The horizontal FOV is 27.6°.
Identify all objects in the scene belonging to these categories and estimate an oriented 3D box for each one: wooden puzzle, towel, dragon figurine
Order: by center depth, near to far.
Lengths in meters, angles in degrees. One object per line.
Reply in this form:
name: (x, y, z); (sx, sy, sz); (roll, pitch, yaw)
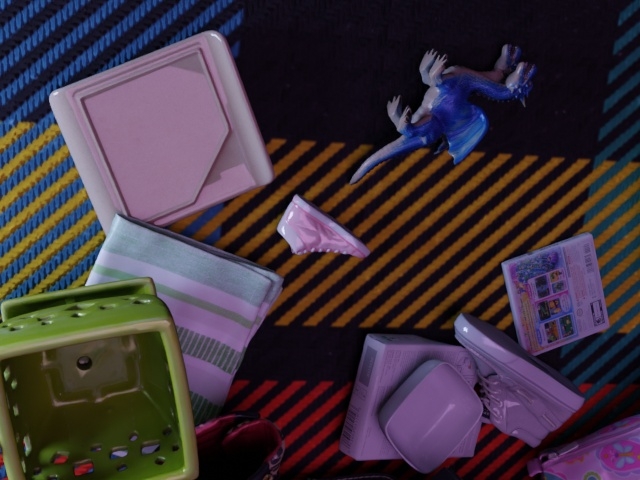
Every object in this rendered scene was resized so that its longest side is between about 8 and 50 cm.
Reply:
wooden puzzle: (-0.203, -0.134, 1.690); (0.238, 0.044, 0.221); (-21, 111, -4)
towel: (-0.220, 0.149, 1.750); (0.247, 0.038, 0.325); (20, 106, -20)
dragon figurine: (0.172, -0.159, 1.765); (0.144, 0.085, 0.289); (34, 93, -22)

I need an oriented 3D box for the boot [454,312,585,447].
boot: (0.262, 0.213, 1.888); (0.258, 0.095, 0.123); (35, 102, -25)

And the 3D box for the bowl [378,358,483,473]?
bowl: (0.149, 0.244, 1.845); (0.142, 0.053, 0.142); (-47, 126, -11)

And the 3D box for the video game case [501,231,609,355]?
video game case: (0.348, 0.081, 1.925); (0.143, 0.019, 0.157); (-19, 111, -10)

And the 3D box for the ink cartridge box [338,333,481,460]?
ink cartridge box: (0.146, 0.229, 1.903); (0.224, 0.056, 0.181); (4, 105, -37)

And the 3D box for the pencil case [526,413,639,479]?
pencil case: (0.456, 0.322, 1.927); (0.284, 0.124, 0.124); (-25, 113, 19)

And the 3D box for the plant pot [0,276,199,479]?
plant pot: (-0.284, 0.175, 1.616); (0.228, 0.207, 0.227); (-10, 112, -9)

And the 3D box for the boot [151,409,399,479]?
boot: (-0.058, 0.348, 1.766); (0.377, 0.138, 0.284); (-12, 138, -6)

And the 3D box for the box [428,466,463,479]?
box: (0.166, 0.538, 1.897); (0.318, 0.097, 0.395); (-40, 134, -1)

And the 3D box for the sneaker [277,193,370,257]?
sneaker: (0.000, 0.000, 1.782); (0.134, 0.051, 0.070); (34, 96, -19)
